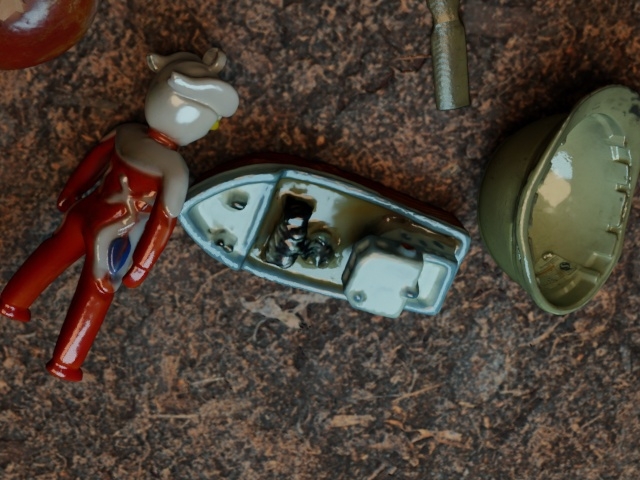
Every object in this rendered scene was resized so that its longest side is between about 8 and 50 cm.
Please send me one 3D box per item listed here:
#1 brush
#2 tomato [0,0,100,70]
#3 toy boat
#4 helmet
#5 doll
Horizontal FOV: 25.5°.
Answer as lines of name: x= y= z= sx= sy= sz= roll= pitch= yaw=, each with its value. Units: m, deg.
brush: x=0.132 y=-0.249 z=1.502 sx=0.043 sy=0.036 sz=0.248 roll=-5 pitch=119 yaw=4
tomato: x=-0.310 y=-0.268 z=1.403 sx=0.200 sy=0.139 sz=0.233 roll=3 pitch=118 yaw=-13
toy boat: x=0.000 y=0.000 z=1.572 sx=0.332 sy=0.133 sz=0.145 roll=17 pitch=117 yaw=-12
helmet: x=0.246 y=-0.061 z=1.557 sx=0.204 sy=0.137 sz=0.257 roll=1 pitch=107 yaw=-46
doll: x=-0.212 y=-0.044 z=1.517 sx=0.099 sy=0.188 sz=0.384 roll=20 pitch=107 yaw=-48
